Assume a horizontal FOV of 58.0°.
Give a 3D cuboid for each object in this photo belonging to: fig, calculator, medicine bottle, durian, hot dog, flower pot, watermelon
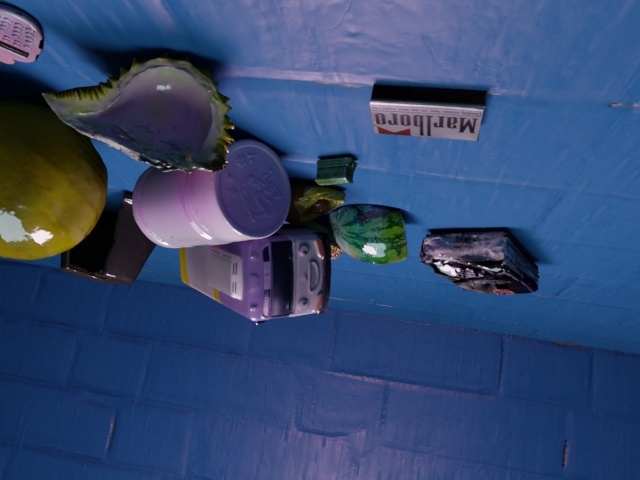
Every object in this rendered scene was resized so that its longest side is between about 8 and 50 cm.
[{"bbox_3d":[-0.616,-0.129,1.178,0.344,0.343,0.343,9,165,3],"label":"fig"},{"bbox_3d":[-0.504,-0.330,0.933,0.103,0.024,0.166,20,160,-34],"label":"calculator"},{"bbox_3d":[-0.245,-0.094,1.271,0.326,0.211,0.212,-6,158,44],"label":"medicine bottle"},{"bbox_3d":[0.000,0.000,1.651,0.147,0.102,0.208,34,-165,3],"label":"durian"},{"bbox_3d":[-0.068,-0.088,1.402,0.262,0.093,0.123,2,163,27],"label":"hot dog"},{"bbox_3d":[-0.667,0.001,1.826,0.380,0.250,0.379,7,166,2],"label":"flower pot"},{"bbox_3d":[-0.276,-0.216,0.989,0.305,0.185,0.195,13,-176,5],"label":"durian"},{"bbox_3d":[0.118,-0.034,1.495,0.231,0.128,0.146,10,147,11],"label":"watermelon"}]

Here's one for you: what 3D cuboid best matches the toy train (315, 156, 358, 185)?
[{"bbox_3d":[0.031,-0.144,1.204,0.093,0.056,0.038,0,164,34],"label":"toy train"}]

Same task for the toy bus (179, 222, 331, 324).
[{"bbox_3d":[-0.182,0.051,1.472,0.250,0.209,0.440,-5,-167,-35],"label":"toy bus"}]

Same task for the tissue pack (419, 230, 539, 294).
[{"bbox_3d":[0.445,0.072,1.605,0.245,0.123,0.332,-4,160,34],"label":"tissue pack"}]

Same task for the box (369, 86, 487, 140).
[{"bbox_3d":[0.173,-0.203,0.938,0.178,0.035,0.115,6,165,12],"label":"box"}]
